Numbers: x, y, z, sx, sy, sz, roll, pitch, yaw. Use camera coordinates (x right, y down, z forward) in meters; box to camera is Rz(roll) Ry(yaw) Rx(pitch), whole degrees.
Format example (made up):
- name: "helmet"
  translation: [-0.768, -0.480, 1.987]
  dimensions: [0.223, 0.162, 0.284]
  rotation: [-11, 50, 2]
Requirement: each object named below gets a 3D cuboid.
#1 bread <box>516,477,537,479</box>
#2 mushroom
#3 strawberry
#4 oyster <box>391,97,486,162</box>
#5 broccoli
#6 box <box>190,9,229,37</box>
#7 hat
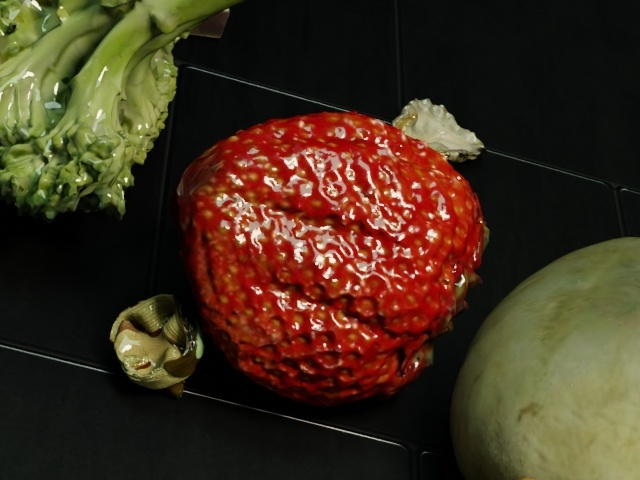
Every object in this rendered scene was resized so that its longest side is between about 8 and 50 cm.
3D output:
- name: "bread"
  translation: [0.103, 0.281, 1.498]
  dimensions: [0.225, 0.134, 0.081]
  rotation: [-29, 20, -38]
- name: "mushroom"
  translation: [0.283, 0.140, 1.677]
  dimensions: [0.352, 0.260, 0.352]
  rotation: [-6, 29, 3]
- name: "strawberry"
  translation: [0.000, 0.000, 1.709]
  dimensions: [0.288, 0.238, 0.250]
  rotation: [32, 18, -30]
- name: "oyster"
  translation: [0.126, -0.107, 2.085]
  dimensions: [0.121, 0.045, 0.146]
  rotation: [8, 31, -14]
- name: "broccoli"
  translation: [-0.166, -0.228, 1.815]
  dimensions: [0.353, 0.397, 0.275]
  rotation: [45, 16, 34]
- name: "box"
  translation: [-0.224, -0.346, 2.202]
  dimensions: [0.180, 0.047, 0.325]
  rotation: [4, 39, -24]
- name: "hat"
  translation: [-0.134, 0.091, 1.677]
  dimensions: [0.076, 0.059, 0.077]
  rotation: [-26, 56, 5]
